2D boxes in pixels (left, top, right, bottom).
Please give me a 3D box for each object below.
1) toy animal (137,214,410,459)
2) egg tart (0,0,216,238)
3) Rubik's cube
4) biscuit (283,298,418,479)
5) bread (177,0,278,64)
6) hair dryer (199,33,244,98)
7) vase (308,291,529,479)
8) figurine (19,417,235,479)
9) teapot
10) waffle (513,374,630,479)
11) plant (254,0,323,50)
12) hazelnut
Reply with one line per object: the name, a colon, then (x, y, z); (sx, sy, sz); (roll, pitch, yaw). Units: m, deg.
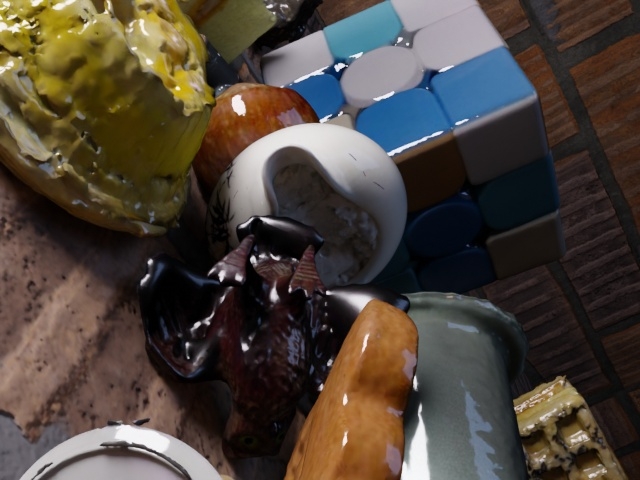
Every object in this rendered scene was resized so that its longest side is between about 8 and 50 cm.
toy animal: (-0.041, 0.081, 0.570); (0.116, 0.218, 0.180); (-113, -148, -69)
egg tart: (-0.177, -0.151, 0.574); (0.315, 0.120, 0.315); (54, 18, -26)
Rubik's cube: (0.137, -0.133, 1.075); (0.344, 0.346, 0.347); (59, 12, -45)
biscuit: (-0.017, 0.191, 0.381); (0.306, 0.043, 0.284); (111, -6, -62)
bread: (-0.182, -0.338, 0.931); (0.266, 0.178, 0.142); (26, 70, -61)
hair dryer: (-0.118, -0.156, 0.937); (0.173, 0.050, 0.195); (43, 28, -49)
vase: (0.108, 0.230, 0.645); (0.245, 0.244, 0.291); (49, 25, -40)
figurine: (-0.081, 0.163, 0.372); (0.154, 0.132, 0.132); (57, 9, -72)
teapot: (0.000, 0.000, 0.712); (0.166, 0.208, 0.300); (43, -16, 55)
waffle: (0.352, 0.427, 1.057); (0.376, 0.260, 0.114); (60, 7, -4)
plant: (-0.094, -0.474, 1.323); (0.204, 0.178, 0.234); (48, 7, -10)
hazelnut: (-0.069, -0.105, 0.785); (0.143, 0.154, 0.143); (166, -90, -74)
